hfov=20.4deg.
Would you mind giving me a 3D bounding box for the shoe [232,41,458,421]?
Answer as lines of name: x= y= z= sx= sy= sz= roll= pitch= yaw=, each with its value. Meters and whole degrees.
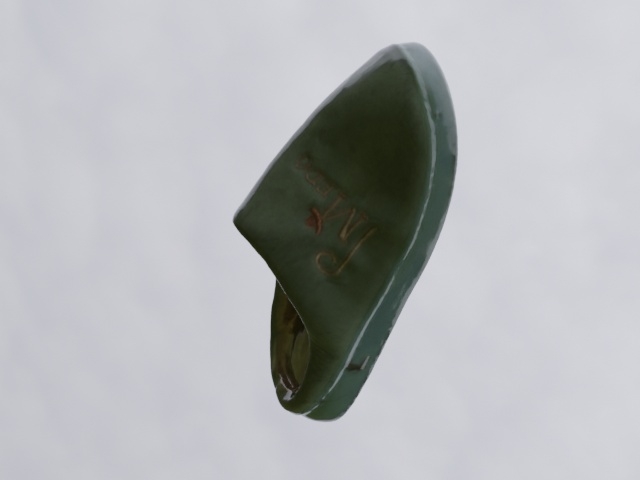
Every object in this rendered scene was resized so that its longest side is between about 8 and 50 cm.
shoe: x=0.000 y=0.000 z=0.819 sx=0.079 sy=0.078 sz=0.195 roll=-120 pitch=-141 yaw=-49
